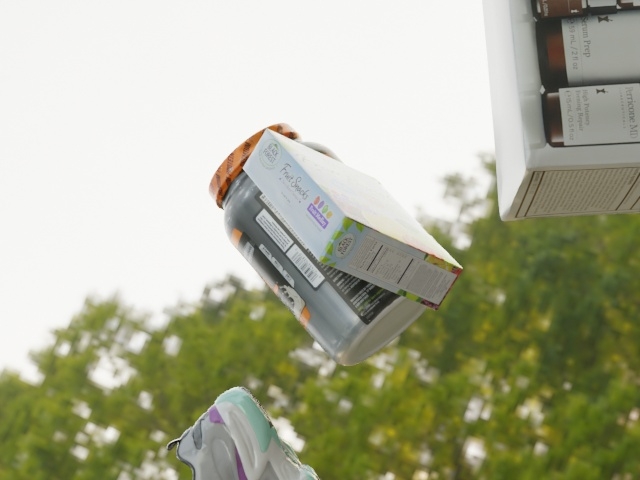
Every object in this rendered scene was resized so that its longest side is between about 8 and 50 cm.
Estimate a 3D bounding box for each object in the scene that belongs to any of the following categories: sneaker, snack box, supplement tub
[{"bbox_3d":[-0.036,0.128,0.795,0.069,0.098,0.038,-38,-2,-1],"label":"sneaker"},{"bbox_3d":[0.019,-0.015,1.072,0.100,0.141,0.037,25,-76,-33],"label":"snack box"},{"bbox_3d":[0.000,0.000,1.350,0.117,0.190,0.117,-37,-17,-14],"label":"supplement tub"}]

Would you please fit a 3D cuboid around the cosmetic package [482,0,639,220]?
[{"bbox_3d":[0.099,-0.130,0.519,0.060,0.099,0.239,98,169,-74],"label":"cosmetic package"}]
